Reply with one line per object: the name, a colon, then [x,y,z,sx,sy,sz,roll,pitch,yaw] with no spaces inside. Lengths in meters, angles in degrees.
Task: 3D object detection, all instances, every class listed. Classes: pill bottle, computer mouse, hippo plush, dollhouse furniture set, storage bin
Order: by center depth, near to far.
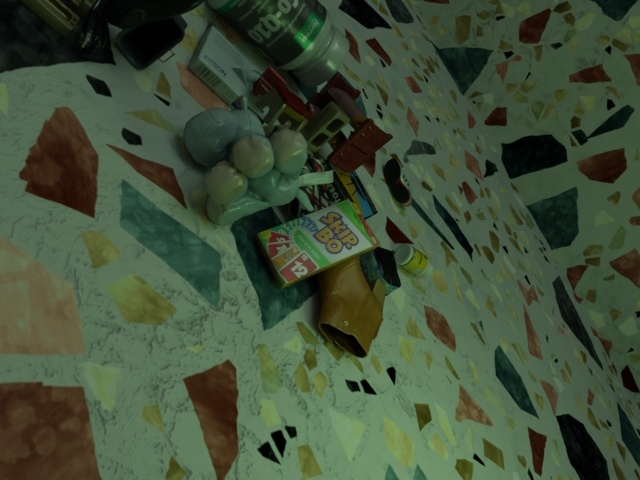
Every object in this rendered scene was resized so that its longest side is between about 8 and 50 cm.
dollhouse furniture set: [-0.473,-0.497,1.257,0.144,0.123,0.151,41,35,-27]
computer mouse: [-0.336,-0.458,1.275,0.072,0.272,0.189,63,18,-44]
hippo plush: [-0.139,-0.193,1.364,0.294,0.234,0.237,-13,61,-37]
storage bin: [-0.333,-0.422,1.396,0.098,0.135,0.091,52,21,-20]
dollhouse furniture set: [-0.006,-0.329,1.651,0.374,0.152,0.201,24,31,-54]
pill bottle: [-0.102,-0.584,1.795,0.361,0.204,0.204,36,38,-32]
pill bottle: [0.262,0.059,1.893,0.116,0.065,0.065,32,40,-39]

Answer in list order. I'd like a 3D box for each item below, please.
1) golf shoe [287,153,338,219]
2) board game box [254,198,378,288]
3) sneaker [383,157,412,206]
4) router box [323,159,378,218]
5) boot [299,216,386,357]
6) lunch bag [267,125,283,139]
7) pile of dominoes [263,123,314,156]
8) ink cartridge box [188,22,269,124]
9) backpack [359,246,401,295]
golf shoe: [-0.015,-0.067,1.584,0.120,0.105,0.273,-38,116,-24]
board game box: [0.000,0.000,1.462,0.259,0.039,0.124,-21,75,-29]
sneaker: [0.243,-0.174,2.096,0.075,0.057,0.161,37,32,-61]
router box: [0.068,-0.131,1.797,0.179,0.046,0.133,61,31,4]
boot: [0.027,0.102,1.484,0.295,0.104,0.211,44,40,-14]
lunch bag: [-0.090,-0.219,1.591,0.071,0.053,0.083,33,55,-26]
pile of dominoes: [-0.104,-0.180,1.625,0.251,0.040,0.196,-18,79,-50]
ink cartridge box: [-0.203,-0.411,1.651,0.223,0.045,0.224,40,35,-28]
backpack: [0.144,0.080,1.683,0.105,0.084,0.114,20,42,-46]
